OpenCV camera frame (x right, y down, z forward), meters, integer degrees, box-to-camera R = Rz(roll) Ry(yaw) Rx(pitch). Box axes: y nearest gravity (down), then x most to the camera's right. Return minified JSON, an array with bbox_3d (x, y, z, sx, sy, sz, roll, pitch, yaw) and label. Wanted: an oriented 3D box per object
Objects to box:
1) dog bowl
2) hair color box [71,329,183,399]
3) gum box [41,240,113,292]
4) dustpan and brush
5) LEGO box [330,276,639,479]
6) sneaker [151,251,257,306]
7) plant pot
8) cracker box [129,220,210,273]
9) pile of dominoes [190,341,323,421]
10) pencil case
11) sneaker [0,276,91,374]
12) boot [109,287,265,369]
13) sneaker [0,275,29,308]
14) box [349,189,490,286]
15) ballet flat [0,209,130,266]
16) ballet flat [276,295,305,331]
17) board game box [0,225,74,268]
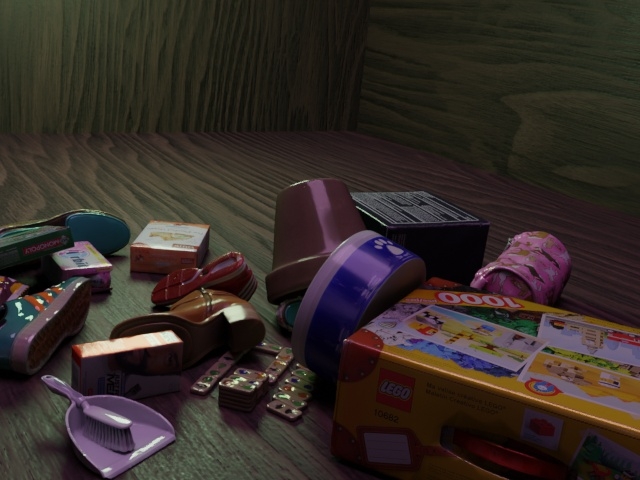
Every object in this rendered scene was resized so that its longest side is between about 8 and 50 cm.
[{"bbox_3d":[0.070,0.122,1.330,0.104,0.264,0.265,28,25,25],"label":"dog bowl"},{"bbox_3d":[-0.309,0.206,1.239,0.167,0.093,0.053,-7,22,-34],"label":"hair color box"},{"bbox_3d":[-0.535,0.061,1.692,0.107,0.062,0.188,-6,20,-33],"label":"gum box"},{"bbox_3d":[-0.333,0.254,1.126,0.211,0.060,0.147,15,19,28],"label":"dustpan and brush"},{"bbox_3d":[0.324,0.243,1.152,0.500,0.193,0.372,14,18,25],"label":"LEGO box"},{"bbox_3d":[-0.234,0.116,1.617,0.221,0.128,0.087,-19,40,16],"label":"sneaker"},{"bbox_3d":[0.000,0.000,1.621,0.263,0.229,0.263,-11,-14,-3],"label":"plant pot"},{"bbox_3d":[-0.364,0.015,1.894,0.156,0.067,0.232,5,17,-2],"label":"cracker box"},{"bbox_3d":[-0.093,0.223,1.346,0.196,0.040,0.251,10,18,14],"label":"pile of dominoes"},{"bbox_3d":[0.461,0.092,1.762,0.167,0.160,0.386,5,15,26],"label":"pencil case"},{"bbox_3d":[-0.510,0.134,1.384,0.121,0.108,0.302,11,19,4],"label":"sneaker"},{"bbox_3d":[-0.260,0.146,1.439,0.284,0.109,0.220,-10,16,-21],"label":"boot"},{"bbox_3d":[-0.613,0.122,1.413,0.084,0.069,0.185,24,21,-1],"label":"sneaker"},{"bbox_3d":[0.213,-0.004,1.947,0.294,0.182,0.296,-3,21,-25],"label":"box"},{"bbox_3d":[-0.623,-0.007,1.821,0.349,0.123,0.123,-11,23,-43],"label":"ballet flat"},{"bbox_3d":[0.019,0.143,1.584,0.241,0.091,0.077,3,-6,-21],"label":"ballet flat"},{"bbox_3d":[-0.679,0.035,1.557,0.317,0.046,0.213,-19,11,-28],"label":"board game box"}]
